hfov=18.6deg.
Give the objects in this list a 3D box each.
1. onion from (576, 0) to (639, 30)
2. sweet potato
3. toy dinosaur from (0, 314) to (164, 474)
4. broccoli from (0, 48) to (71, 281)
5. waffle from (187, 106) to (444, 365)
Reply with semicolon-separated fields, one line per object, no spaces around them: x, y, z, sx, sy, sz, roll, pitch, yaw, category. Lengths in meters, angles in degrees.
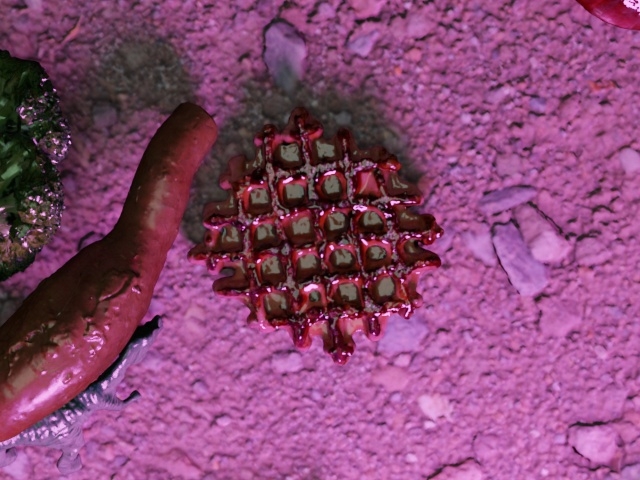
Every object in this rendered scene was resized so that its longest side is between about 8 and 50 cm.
0.309;-0.315;1.779;0.246;0.190;0.246;-6;110;-16;onion
-0.206;0.041;1.836;0.109;0.109;0.385;38;79;-5;sweet potato
-0.299;0.209;1.895;0.383;0.129;0.076;-37;58;-15;toy dinosaur
-0.367;-0.056;1.795;0.295;0.245;0.265;-12;100;14;broccoli
0.000;0.000;1.896;0.234;0.055;0.221;34;99;0;waffle
